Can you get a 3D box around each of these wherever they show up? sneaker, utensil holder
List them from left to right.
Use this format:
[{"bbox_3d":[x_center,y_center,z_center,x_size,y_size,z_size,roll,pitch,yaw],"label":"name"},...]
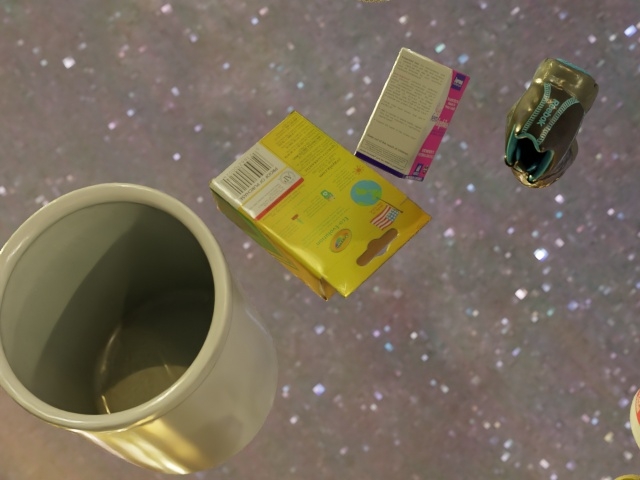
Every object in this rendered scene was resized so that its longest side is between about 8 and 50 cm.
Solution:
[{"bbox_3d":[-0.240,0.142,1.689,0.327,0.327,0.385,39,-9,21],"label":"utensil holder"},{"bbox_3d":[0.320,-0.149,1.837,0.125,0.140,0.341,31,-15,14],"label":"sneaker"}]

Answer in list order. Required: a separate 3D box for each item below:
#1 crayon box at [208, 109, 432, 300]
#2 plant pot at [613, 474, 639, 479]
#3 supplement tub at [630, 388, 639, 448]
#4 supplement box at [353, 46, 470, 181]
[{"bbox_3d":[0.000,-0.046,1.946,0.318,0.202,0.081,40,-18,27],"label":"crayon box"},{"bbox_3d":[0.574,0.485,2.224,0.134,0.134,0.095,30,-16,34],"label":"plant pot"},{"bbox_3d":[0.505,0.161,1.428,0.191,0.191,0.272,39,-49,21],"label":"supplement tub"},{"bbox_3d":[0.170,-0.231,2.240,0.114,0.111,0.220,27,-78,23],"label":"supplement box"}]
